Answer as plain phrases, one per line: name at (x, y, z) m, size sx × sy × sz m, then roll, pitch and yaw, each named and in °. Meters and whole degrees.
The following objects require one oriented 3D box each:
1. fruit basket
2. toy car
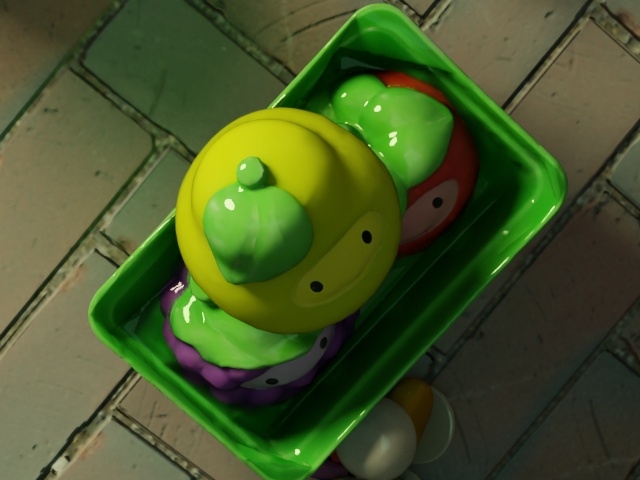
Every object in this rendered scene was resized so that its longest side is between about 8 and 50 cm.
fruit basket at (0.000, 0.000, 1.598) m, size 0.283 × 0.392 × 0.392 m, roll 42°, pitch 92°, yaw -16°
toy car at (0.030, 0.197, 1.772) m, size 0.136 × 0.159 × 0.182 m, roll 20°, pitch 100°, yaw 21°
